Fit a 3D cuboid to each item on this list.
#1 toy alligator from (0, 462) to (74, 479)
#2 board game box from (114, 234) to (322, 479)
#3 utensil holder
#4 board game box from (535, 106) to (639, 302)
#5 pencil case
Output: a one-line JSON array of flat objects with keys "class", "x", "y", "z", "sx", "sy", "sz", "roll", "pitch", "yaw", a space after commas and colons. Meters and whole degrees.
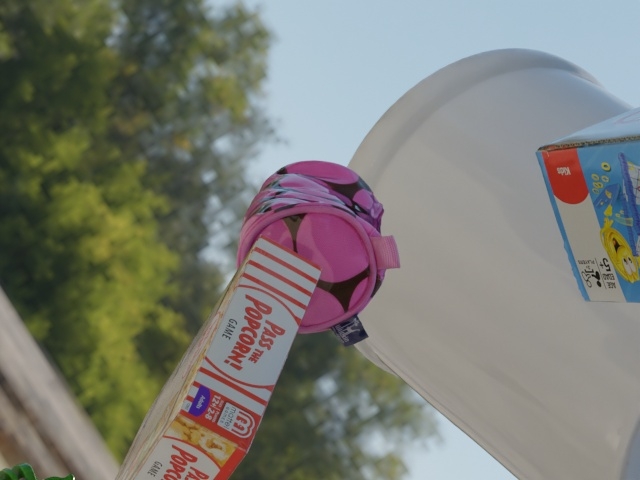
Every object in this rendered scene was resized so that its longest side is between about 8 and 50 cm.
[{"class": "toy alligator", "x": -0.284, "y": 0.238, "z": 1.565, "sx": 0.051, "sy": 0.190, "sz": 0.056, "roll": 54, "pitch": -40, "yaw": -2}, {"class": "board game box", "x": -0.075, "y": 0.109, "z": 1.082, "sx": 0.045, "sy": 0.146, "sz": 0.193, "roll": 29, "pitch": -44, "yaw": -5}, {"class": "utensil holder", "x": 0.240, "y": 0.056, "z": 1.551, "sx": 0.385, "sy": 0.327, "sz": 0.327, "roll": 38, "pitch": -20, "yaw": 47}, {"class": "board game box", "x": 0.311, "y": -0.060, "z": 0.869, "sx": 0.302, "sy": 0.308, "sz": 0.086, "roll": -2, "pitch": -72, "yaw": 66}, {"class": "pencil case", "x": 0.000, "y": 0.000, "z": 1.219, "sx": 0.209, "sy": 0.098, "sz": 0.095, "roll": -91, "pitch": 161, "yaw": -77}]
